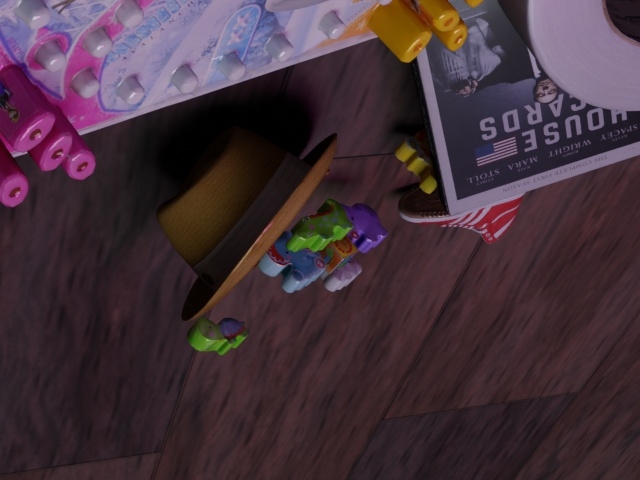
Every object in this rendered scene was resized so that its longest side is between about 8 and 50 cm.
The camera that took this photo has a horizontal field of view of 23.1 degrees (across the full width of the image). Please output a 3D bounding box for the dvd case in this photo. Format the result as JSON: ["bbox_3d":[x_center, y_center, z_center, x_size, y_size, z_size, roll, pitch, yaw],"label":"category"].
[{"bbox_3d":[0.157,-0.134,1.147,0.179,0.030,0.239,-18,133,-1],"label":"dvd case"}]

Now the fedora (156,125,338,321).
[{"bbox_3d":[-0.068,-0.028,1.180,0.079,0.194,0.194,40,128,-7],"label":"fedora"}]

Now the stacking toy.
[{"bbox_3d":[0.000,0.000,1.240,0.221,0.052,0.167,-28,166,-48],"label":"stacking toy"}]

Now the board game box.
[{"bbox_3d":[0.008,-0.208,0.817,0.390,0.050,0.390,-24,153,-38],"label":"board game box"}]

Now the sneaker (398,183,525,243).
[{"bbox_3d":[0.122,-0.024,1.354,0.118,0.042,0.067,-13,146,-13],"label":"sneaker"}]

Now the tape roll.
[{"bbox_3d":[0.226,-0.196,1.043,0.219,0.072,0.219,-11,131,-13],"label":"tape roll"}]
